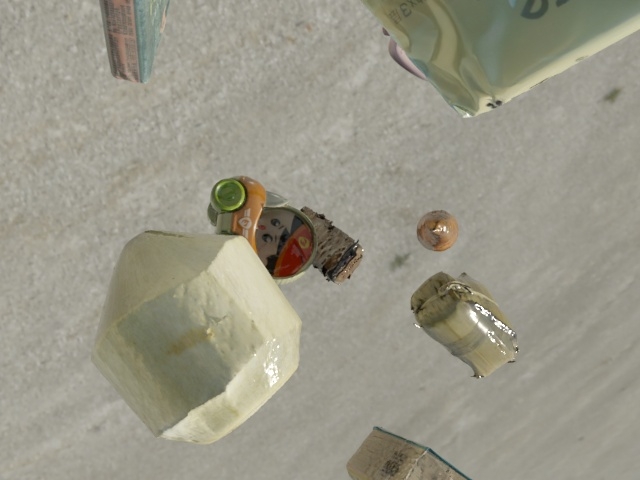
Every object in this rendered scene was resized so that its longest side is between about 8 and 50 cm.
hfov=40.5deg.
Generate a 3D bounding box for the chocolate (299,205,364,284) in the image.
[{"bbox_3d":[0.002,0.006,1.782,0.065,0.329,0.102,40,90,-27],"label":"chocolate"}]

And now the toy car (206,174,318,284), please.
[{"bbox_3d":[-0.113,-0.008,1.671,0.235,0.235,0.145,-19,170,-15],"label":"toy car"}]

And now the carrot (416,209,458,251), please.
[{"bbox_3d":[0.144,-0.015,1.055,0.057,0.057,0.224,-29,176,5],"label":"carrot"}]

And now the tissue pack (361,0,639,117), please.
[{"bbox_3d":[0.257,-0.324,0.708,0.405,0.205,0.331,-26,-157,54],"label":"tissue pack"}]

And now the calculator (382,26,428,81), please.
[{"bbox_3d":[0.186,-0.360,1.609,0.103,0.166,0.024,-57,-167,0],"label":"calculator"}]

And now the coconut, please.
[{"bbox_3d":[-0.133,0.088,0.900,0.202,0.222,0.202,-39,173,-6],"label":"coconut"}]

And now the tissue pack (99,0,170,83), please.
[{"bbox_3d":[-0.358,-0.486,1.678,0.103,0.227,0.315,9,154,-4],"label":"tissue pack"}]

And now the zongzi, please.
[{"bbox_3d":[0.193,0.082,1.260,0.099,0.197,0.194,-34,132,19],"label":"zongzi"}]

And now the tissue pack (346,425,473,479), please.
[{"bbox_3d":[0.118,0.303,1.076,0.082,0.120,0.169,-55,-166,-13],"label":"tissue pack"}]
